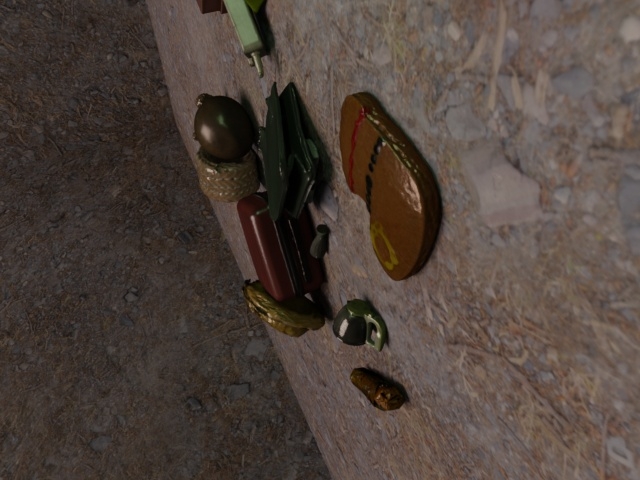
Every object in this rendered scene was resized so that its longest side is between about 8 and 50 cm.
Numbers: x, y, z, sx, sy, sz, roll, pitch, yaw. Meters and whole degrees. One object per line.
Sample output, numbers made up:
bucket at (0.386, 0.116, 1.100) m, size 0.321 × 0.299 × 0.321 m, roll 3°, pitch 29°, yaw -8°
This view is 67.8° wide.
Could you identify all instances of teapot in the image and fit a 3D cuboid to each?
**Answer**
teapot at (0.094, 0.184, 1.085) m, size 0.092 × 0.124 × 0.091 m, roll -62°, pitch -14°, yaw -56°
teapot at (0.000, 0.000, 1.208) m, size 0.043 × 0.042 × 0.111 m, roll 61°, pitch 156°, yaw 28°

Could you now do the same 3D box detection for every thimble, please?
thimble at (-0.319, -0.242, 1.638) m, size 0.229 × 0.195 × 0.148 m, roll 43°, pitch 144°, yaw 41°

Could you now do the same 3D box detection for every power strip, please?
power strip at (-0.181, -0.516, 1.100) m, size 0.093 × 0.053 × 0.288 m, roll -71°, pitch -40°, yaw -82°

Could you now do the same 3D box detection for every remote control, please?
remote control at (-0.026, -0.161, 1.119) m, size 0.166 × 0.029 × 0.065 m, roll 104°, pitch 151°, yaw -55°

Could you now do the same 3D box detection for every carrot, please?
carrot at (0.133, 0.358, 1.157) m, size 0.228 × 0.068 × 0.069 m, roll 178°, pitch 73°, yaw -74°

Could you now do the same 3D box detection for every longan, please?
longan at (-0.306, -0.354, 1.504) m, size 0.198 × 0.197 × 0.213 m, roll 103°, pitch 144°, yaw -61°

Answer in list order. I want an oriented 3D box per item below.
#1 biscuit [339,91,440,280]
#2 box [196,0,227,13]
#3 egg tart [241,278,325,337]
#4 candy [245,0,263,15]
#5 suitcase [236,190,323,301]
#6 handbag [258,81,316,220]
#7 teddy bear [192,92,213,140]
biscuit at (0.094, -0.079, 0.801) m, size 0.277 × 0.052 × 0.262 m, roll 61°, pitch 161°, yaw 26°
box at (-0.298, -0.733, 1.217) m, size 0.215 × 0.086 × 0.215 m, roll 68°, pitch 163°, yaw 6°
egg tart at (-0.119, 0.209, 1.451) m, size 0.095 × 0.278 × 0.279 m, roll -66°, pitch 29°, yaw 8°
candy at (-0.141, -0.554, 0.966) m, size 0.246 × 0.069 × 0.149 m, roll -139°, pitch 32°, yaw -69°
suitcase at (-0.117, 0.007, 1.360) m, size 0.236 × 0.161 × 0.297 m, roll -149°, pitch 43°, yaw -65°
handbag at (-0.089, -0.201, 1.121) m, size 0.247 × 0.079 × 0.260 m, roll 116°, pitch 144°, yaw -64°
teddy bear at (-0.367, -0.401, 1.740) m, size 0.181 × 0.129 × 0.252 m, roll 15°, pitch 110°, yaw 21°
